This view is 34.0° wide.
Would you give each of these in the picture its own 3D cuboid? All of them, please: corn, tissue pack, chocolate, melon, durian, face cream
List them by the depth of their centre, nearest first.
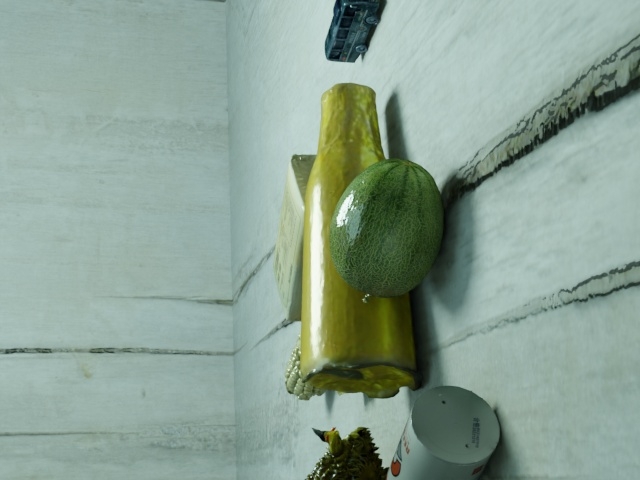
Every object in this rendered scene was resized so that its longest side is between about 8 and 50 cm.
[{"bbox_3d":[0.125,0.261,1.166,0.214,0.095,0.096,103,163,-47],"label":"face cream"},{"bbox_3d":[0.080,-0.008,1.278,0.139,0.139,0.192,-112,32,-60],"label":"melon"},{"bbox_3d":[0.047,0.359,1.411,0.137,0.193,0.237,23,135,32],"label":"durian"},{"bbox_3d":[0.055,-0.009,1.444,0.162,0.162,0.446,116,156,-64],"label":"chocolate"},{"bbox_3d":[0.000,0.000,1.691,0.159,0.125,0.234,-106,21,-50],"label":"tissue pack"},{"bbox_3d":[-0.015,0.203,1.858,0.211,0.087,0.087,101,164,-46],"label":"corn"}]

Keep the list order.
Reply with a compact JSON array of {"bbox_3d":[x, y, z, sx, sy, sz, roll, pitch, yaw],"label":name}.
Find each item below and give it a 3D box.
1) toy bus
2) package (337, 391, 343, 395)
[{"bbox_3d":[0.048,-0.335,1.613,0.166,0.065,0.047,114,155,-65],"label":"toy bus"},{"bbox_3d":[0.048,0.176,1.648,0.071,0.047,0.131,122,144,-74],"label":"package"}]
